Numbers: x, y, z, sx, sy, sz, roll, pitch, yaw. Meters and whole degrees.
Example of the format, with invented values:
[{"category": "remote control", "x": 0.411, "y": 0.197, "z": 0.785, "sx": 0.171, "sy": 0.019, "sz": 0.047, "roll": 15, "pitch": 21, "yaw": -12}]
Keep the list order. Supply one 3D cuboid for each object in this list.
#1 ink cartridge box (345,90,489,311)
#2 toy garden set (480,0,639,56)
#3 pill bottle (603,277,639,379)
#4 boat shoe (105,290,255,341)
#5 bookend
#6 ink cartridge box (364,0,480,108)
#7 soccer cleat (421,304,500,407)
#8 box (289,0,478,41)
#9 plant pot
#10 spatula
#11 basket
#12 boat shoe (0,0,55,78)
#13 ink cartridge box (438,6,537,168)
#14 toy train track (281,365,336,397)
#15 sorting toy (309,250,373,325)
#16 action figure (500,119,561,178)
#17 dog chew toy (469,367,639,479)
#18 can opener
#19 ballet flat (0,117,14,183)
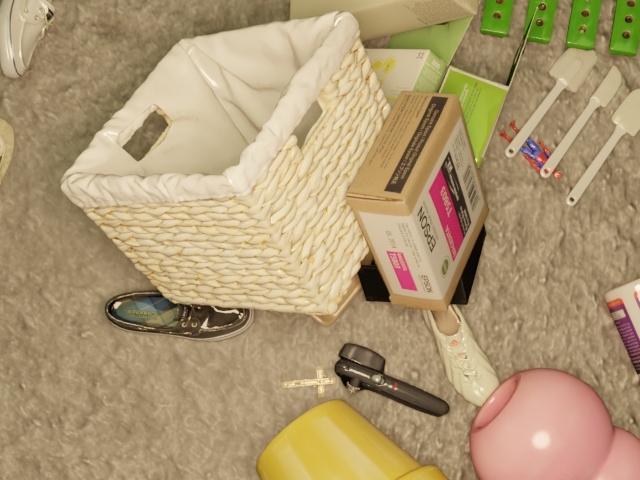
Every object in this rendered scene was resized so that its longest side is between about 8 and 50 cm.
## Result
[{"category": "ink cartridge box", "x": 0.137, "y": -0.050, "z": 1.334, "sx": 0.088, "sy": 0.234, "sz": 0.193, "roll": 8, "pitch": 55, "yaw": 29}, {"category": "toy garden set", "x": 0.392, "y": -0.404, "z": 1.602, "sx": 0.244, "sy": 0.049, "sz": 0.203, "roll": 10, "pitch": 81, "yaw": 6}, {"category": "pill bottle", "x": 0.505, "y": 0.147, "z": 1.477, "sx": 0.108, "sy": 0.108, "sz": 0.193, "roll": -21, "pitch": 81, "yaw": -2}, {"category": "boat shoe", "x": -0.216, "y": 0.108, "z": 1.520, "sx": 0.228, "sy": 0.076, "sz": 0.080, "roll": 6, "pitch": 81, "yaw": 3}, {"category": "bookend", "x": 0.155, "y": 0.015, "z": 1.500, "sx": 0.156, "sy": 0.072, "sz": 0.157, "roll": 1, "pitch": 42, "yaw": 23}, {"category": "ink cartridge box", "x": 0.126, "y": -0.279, "z": 1.534, "sx": 0.056, "sy": 0.171, "sz": 0.235, "roll": 29, "pitch": 82, "yaw": -38}, {"category": "soccer cleat", "x": 0.207, "y": 0.163, "z": 1.499, "sx": 0.068, "sy": 0.076, "sz": 0.196, "roll": -28, "pitch": 81, "yaw": -3}, {"category": "box", "x": 0.093, "y": -0.369, "z": 1.506, "sx": 0.275, "sy": 0.113, "sz": 0.094, "roll": -5, "pitch": 78, "yaw": 34}, {"category": "plant pot", "x": 0.041, "y": 0.365, "z": 1.400, "sx": 0.254, "sy": 0.254, "sz": 0.239, "roll": -40, "pitch": 66, "yaw": -5}, {"category": "spatula", "x": 0.402, "y": -0.185, "z": 1.570, "sx": 0.168, "sy": 0.019, "sz": 0.242, "roll": 38, "pitch": 77, "yaw": 1}, {"category": "basket", "x": -0.100, "y": -0.096, "z": 1.353, "sx": 0.331, "sy": 0.266, "sz": 0.328, "roll": 1, "pitch": 46, "yaw": 37}, {"category": "boat shoe", "x": -0.463, "y": -0.369, "z": 1.600, "sx": 0.076, "sy": 0.083, "sz": 0.226, "roll": 1, "pitch": 80, "yaw": 3}, {"category": "ink cartridge box", "x": 0.228, "y": -0.216, "z": 1.504, "sx": 0.097, "sy": 0.189, "sz": 0.255, "roll": 20, "pitch": 81, "yaw": 6}, {"category": "toy train track", "x": -0.018, "y": 0.217, "z": 1.528, "sx": 0.083, "sy": 0.014, "sz": 0.048, "roll": -5, "pitch": 81, "yaw": 1}, {"category": "sorting toy", "x": 0.000, "y": 0.000, "z": 1.555, "sx": 0.193, "sy": 0.038, "sz": 0.208, "roll": 38, "pitch": 79, "yaw": 7}, {"category": "action figure", "x": 0.334, "y": -0.138, "z": 1.570, "sx": 0.115, "sy": 0.030, "sz": 0.038, "roll": 44, "pitch": 80, "yaw": 6}, {"category": "dog chew toy", "x": 0.374, "y": 0.333, "z": 1.412, "sx": 0.332, "sy": 0.206, "sz": 0.206, "roll": 40, "pitch": 84, "yaw": -1}, {"category": "can opener", "x": 0.106, "y": 0.218, "z": 1.502, "sx": 0.186, "sy": 0.059, "sz": 0.073, "roll": 26, "pitch": 82, "yaw": 6}, {"category": "ballet flat", "x": -0.522, "y": -0.118, "z": 1.577, "sx": 0.057, "sy": 0.052, "sz": 0.168, "roll": 8, "pitch": 81, "yaw": 3}]
